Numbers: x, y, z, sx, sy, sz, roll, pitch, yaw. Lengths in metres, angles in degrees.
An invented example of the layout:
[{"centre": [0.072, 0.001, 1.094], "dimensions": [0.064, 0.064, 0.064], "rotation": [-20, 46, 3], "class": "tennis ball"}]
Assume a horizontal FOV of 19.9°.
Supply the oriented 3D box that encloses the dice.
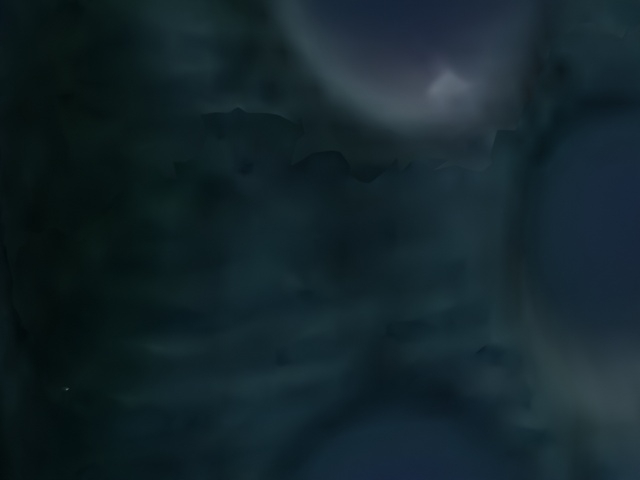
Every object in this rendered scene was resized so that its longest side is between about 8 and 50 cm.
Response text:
[{"centre": [0.000, 0.000, 0.584], "dimensions": [0.348, 0.330, 0.328], "rotation": [-2, 2, -33], "class": "dice"}]
